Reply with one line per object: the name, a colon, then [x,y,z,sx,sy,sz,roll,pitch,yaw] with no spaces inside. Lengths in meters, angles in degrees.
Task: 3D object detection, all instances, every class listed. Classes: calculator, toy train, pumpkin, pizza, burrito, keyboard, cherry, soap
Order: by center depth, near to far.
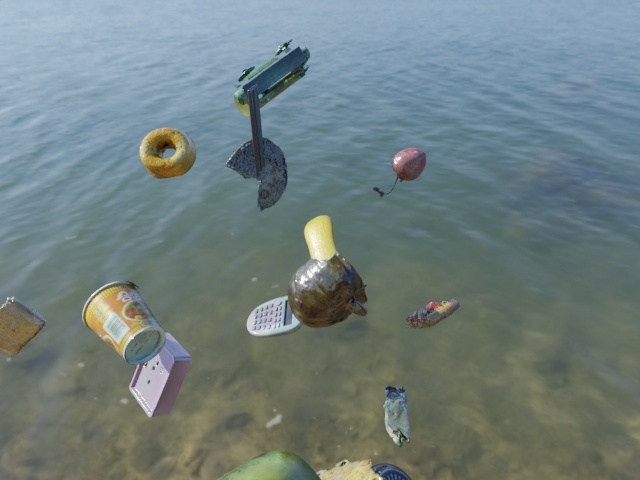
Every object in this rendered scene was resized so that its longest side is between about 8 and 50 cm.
keyboard: [-0.141,-0.242,1.137,0.010,0.197,0.063,4,31,10]
soap: [0.000,0.000,1.385,0.089,0.033,0.168,-26,48,20]
pumpkin: [0.023,0.183,1.621,0.232,0.325,0.242,-44,67,-8]
pizza: [0.344,0.243,1.670,0.188,0.062,0.199,-17,-10,-46]
cherry: [0.254,-0.224,1.681,0.107,0.226,0.090,26,39,-39]
toy train: [-0.169,-0.539,1.690,0.307,0.126,0.189,-43,17,-19]
burrito: [0.289,0.660,1.946,0.096,0.066,0.309,-2,21,5]
calculator: [-0.151,0.297,2.009,0.299,0.041,0.185,-15,40,13]

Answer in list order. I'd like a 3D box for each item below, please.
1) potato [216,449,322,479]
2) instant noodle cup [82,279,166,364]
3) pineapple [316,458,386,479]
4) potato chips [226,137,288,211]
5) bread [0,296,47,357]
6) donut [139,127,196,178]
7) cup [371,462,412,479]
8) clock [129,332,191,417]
potato: [-0.113,0.479,0.825,0.216,0.215,0.304,13,26,26]
instant noodle cup: [-0.499,0.221,1.331,0.168,0.168,0.185,-25,47,-38]
pineapple: [0.077,0.654,1.071,0.263,0.271,0.262,-25,7,3]
potato chips: [-0.184,-0.210,1.602,0.202,0.219,0.029,-31,21,-32]
bread: [-0.718,0.200,1.193,0.125,0.106,0.082,-49,27,-6]
donut: [-0.514,-0.294,1.697,0.190,0.174,0.074,12,-9,11]
cup: [0.177,0.701,1.332,0.223,0.176,0.169,29,34,-10]
clock: [-0.459,0.379,1.459,0.150,0.197,0.063,31,12,38]
